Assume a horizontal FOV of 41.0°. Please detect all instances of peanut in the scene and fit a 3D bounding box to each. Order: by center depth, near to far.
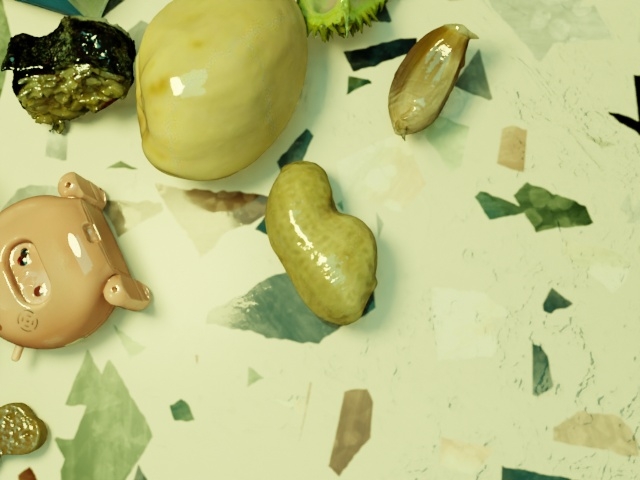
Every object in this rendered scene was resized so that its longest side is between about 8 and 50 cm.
[{"bbox_3d":[0.000,0.000,1.236,0.137,0.122,0.253,-33,75,-2],"label":"peanut"}]

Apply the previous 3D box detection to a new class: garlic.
[{"bbox_3d":[0.149,-0.220,1.256,0.090,0.128,0.198,34,81,-7],"label":"garlic"}]

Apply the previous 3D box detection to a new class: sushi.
[{"bbox_3d":[-0.375,-0.247,1.261,0.212,0.147,0.115,-11,63,32],"label":"sushi"}]

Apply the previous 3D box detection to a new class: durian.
[{"bbox_3d":[0.064,-0.451,1.282,0.157,0.169,0.356,23,85,4],"label":"durian"}]

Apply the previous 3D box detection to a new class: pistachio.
[{"bbox_3d":[-0.149,-0.236,1.235,0.238,0.229,0.321,33,75,-17],"label":"pistachio"}]

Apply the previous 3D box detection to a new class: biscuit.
[{"bbox_3d":[-0.557,0.320,1.253,0.319,0.047,0.183,-25,82,-1],"label":"biscuit"}]

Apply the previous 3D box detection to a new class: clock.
[{"bbox_3d":[-0.407,0.047,1.245,0.241,0.142,0.227,-26,79,3],"label":"clock"}]

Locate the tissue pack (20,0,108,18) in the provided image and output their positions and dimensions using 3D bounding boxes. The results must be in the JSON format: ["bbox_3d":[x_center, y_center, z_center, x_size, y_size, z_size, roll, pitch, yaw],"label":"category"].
[{"bbox_3d":[-0.463,-0.451,1.303,0.263,0.198,0.146,21,85,8],"label":"tissue pack"}]
